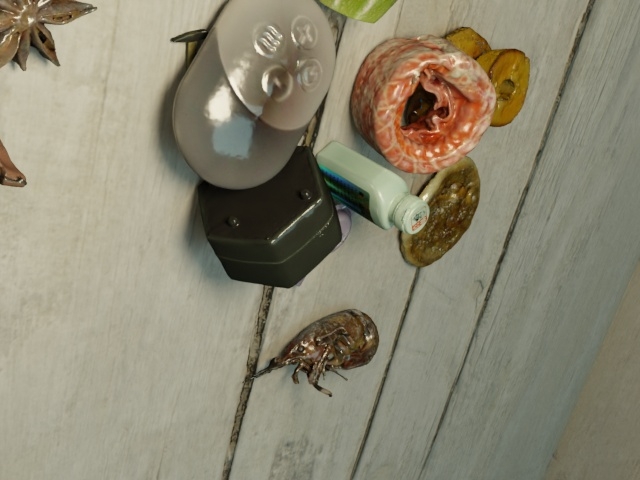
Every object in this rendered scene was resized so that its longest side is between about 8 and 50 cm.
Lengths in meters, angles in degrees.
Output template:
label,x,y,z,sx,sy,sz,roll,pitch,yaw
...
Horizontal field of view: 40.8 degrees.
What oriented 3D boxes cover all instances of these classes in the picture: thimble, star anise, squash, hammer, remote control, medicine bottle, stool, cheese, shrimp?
label,x,y,z,sx,sy,sz,roll,pitch,yaw
thimble,0.184,-0.247,1.551,0.239,0.162,0.239,-8,120,-13
star anise,-0.368,-0.274,1.039,0.195,0.065,0.182,-60,149,-2
squash,0.066,-0.423,1.350,0.170,0.170,0.123,-7,134,-46
hammer,-0.201,-0.221,1.310,0.062,0.013,0.199,-22,131,-38
remote control,-0.096,-0.235,1.313,0.221,0.103,0.332,34,81,-35
medicine bottle,0.094,-0.088,1.568,0.083,0.229,0.121,-40,141,-20
stool,-0.083,-0.044,1.412,0.232,0.232,0.141,-45,145,-16
cheese,0.000,0.000,1.686,0.191,0.042,0.105,-48,142,-11
shrimp,-0.007,0.244,1.804,0.343,0.116,0.145,-18,105,-37

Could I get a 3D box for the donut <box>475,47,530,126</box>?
label,x,y,z,sx,sy,sz,roll,pitch,yaw
donut,0.354,-0.310,1.735,0.178,0.065,0.162,7,104,-54

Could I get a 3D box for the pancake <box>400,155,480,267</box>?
label,x,y,z,sx,sy,sz,roll,pitch,yaw
pancake,0.275,-0.064,1.953,0.282,0.049,0.282,-31,140,-30

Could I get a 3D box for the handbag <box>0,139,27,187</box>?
label,x,y,z,sx,sy,sz,roll,pitch,yaw
handbag,-0.461,-0.122,0.933,0.190,0.193,0.251,-45,144,-22

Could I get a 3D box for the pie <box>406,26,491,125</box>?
label,x,y,z,sx,sy,sz,roll,pitch,yaw
pie,0.269,-0.303,1.742,0.273,0.069,0.273,-31,138,-32
